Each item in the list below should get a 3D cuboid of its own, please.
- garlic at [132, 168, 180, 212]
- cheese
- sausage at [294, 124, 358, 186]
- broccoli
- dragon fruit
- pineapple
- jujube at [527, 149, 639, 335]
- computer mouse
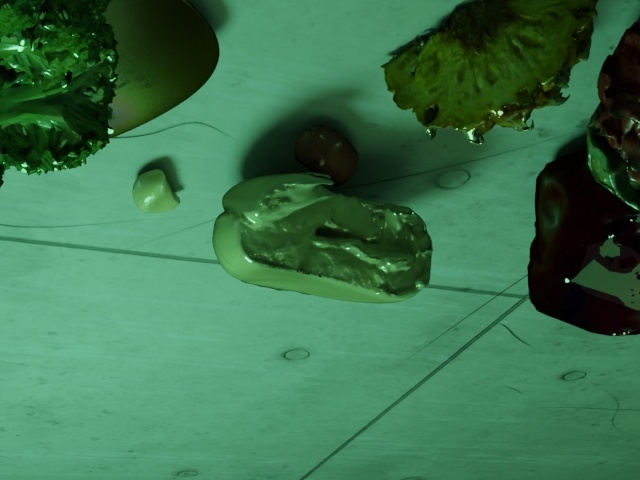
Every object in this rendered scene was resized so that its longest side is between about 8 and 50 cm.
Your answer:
[{"bbox_3d":[-0.207,-0.059,1.219,0.053,0.041,0.083,-22,157,4],"label":"garlic"},{"bbox_3d":[0.000,0.000,1.204,0.266,0.127,0.233,12,170,-23],"label":"cheese"},{"bbox_3d":[0.008,-0.103,1.156,0.054,0.059,0.094,-56,142,0],"label":"sausage"},{"bbox_3d":[-0.310,-0.179,0.721,0.414,0.309,0.321,6,-173,28],"label":"broccoli"},{"bbox_3d":[0.415,-0.146,1.006,0.293,0.233,0.233,-18,150,-1],"label":"dragon fruit"},{"bbox_3d":[0.205,-0.157,1.017,0.250,0.139,0.164,-21,149,20],"label":"pineapple"},{"bbox_3d":[0.432,-0.018,1.212,0.377,0.258,0.258,-18,149,9],"label":"jujube"},{"bbox_3d":[-0.254,-0.166,0.990,0.311,0.071,0.158,-17,147,21],"label":"computer mouse"}]
